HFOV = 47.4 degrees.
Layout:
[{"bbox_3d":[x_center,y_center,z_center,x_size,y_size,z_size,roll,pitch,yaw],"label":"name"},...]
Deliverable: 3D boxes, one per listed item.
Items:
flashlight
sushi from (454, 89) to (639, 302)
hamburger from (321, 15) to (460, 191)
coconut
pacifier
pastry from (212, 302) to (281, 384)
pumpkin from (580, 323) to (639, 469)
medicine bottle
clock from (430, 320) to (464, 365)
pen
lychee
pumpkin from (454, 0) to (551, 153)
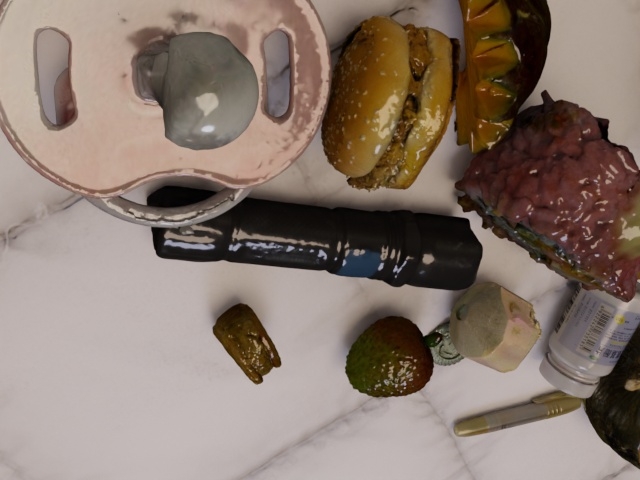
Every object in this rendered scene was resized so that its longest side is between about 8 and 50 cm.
[{"bbox_3d":[0.000,0.000,0.896,0.424,0.103,0.103,6,114,-21],"label":"flashlight"},{"bbox_3d":[0.322,-0.046,0.907,0.270,0.236,0.171,35,90,-34],"label":"sushi"},{"bbox_3d":[0.066,-0.143,0.794,0.118,0.182,0.191,13,120,-9],"label":"hamburger"},{"bbox_3d":[0.241,0.120,1.031,0.122,0.116,0.116,25,106,-34],"label":"coconut"},{"bbox_3d":[-0.137,-0.151,0.690,0.332,0.220,0.273,-5,163,-20],"label":"pacifier"},{"bbox_3d":[-0.091,0.130,0.923,0.057,0.097,0.109,-37,156,-10],"label":"pastry"},{"bbox_3d":[0.566,0.219,1.190,0.222,0.139,0.317,19,110,-30],"label":"pumpkin"},{"bbox_3d":[0.415,0.139,1.112,0.103,0.103,0.186,12,111,-25],"label":"medicine bottle"},{"bbox_3d":[0.194,0.157,1.093,0.074,0.010,0.083,-42,123,3],"label":"clock"},{"bbox_3d":[0.326,0.285,1.199,0.233,0.032,0.040,-8,96,-16],"label":"pen"},{"bbox_3d":[0.103,0.161,1.001,0.146,0.114,0.114,-29,123,10],"label":"lychee"},{"bbox_3d":[0.226,-0.224,0.834,0.149,0.130,0.254,-18,120,-11],"label":"pumpkin"}]
